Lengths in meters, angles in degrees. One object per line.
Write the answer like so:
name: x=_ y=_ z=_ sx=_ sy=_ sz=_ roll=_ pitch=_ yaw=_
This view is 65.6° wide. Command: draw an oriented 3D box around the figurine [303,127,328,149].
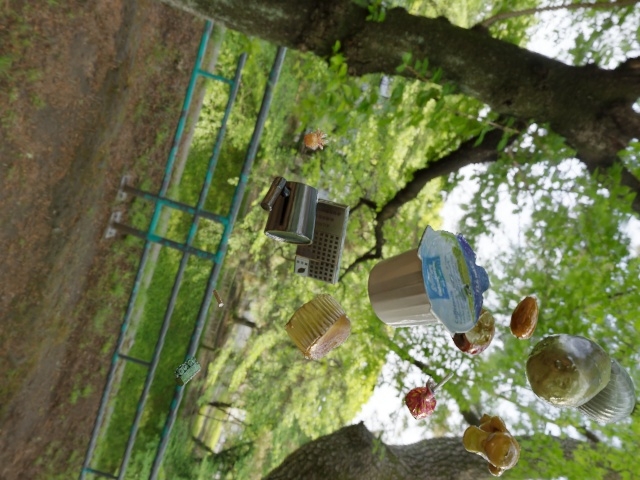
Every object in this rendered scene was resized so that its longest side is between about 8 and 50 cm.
figurine: x=-0.005 y=-0.294 z=1.431 sx=0.109 sy=0.047 sz=0.064 roll=-24 pitch=105 yaw=-56

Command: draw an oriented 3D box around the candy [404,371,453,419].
candy: x=0.409 y=0.554 z=1.818 sx=0.365 sy=0.124 sz=0.124 roll=105 pitch=2 yaw=-54

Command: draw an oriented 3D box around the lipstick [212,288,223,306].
lipstick: x=-0.423 y=0.237 z=2.050 sx=0.094 sy=0.019 sz=0.018 roll=50 pitch=-49 yaw=46

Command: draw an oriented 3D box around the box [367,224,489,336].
box: x=0.262 y=0.109 z=1.251 sx=0.207 sy=0.291 sz=0.262 roll=-19 pitch=-101 yaw=43

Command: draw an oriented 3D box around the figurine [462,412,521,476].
figurine: x=0.652 y=0.757 z=1.852 sx=0.228 sy=0.215 sz=0.215 roll=20 pitch=87 yaw=-53

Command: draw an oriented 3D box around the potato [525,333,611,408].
potato: x=0.695 y=0.364 z=1.405 sx=0.308 sy=0.210 sz=0.173 roll=-12 pitch=124 yaw=-50

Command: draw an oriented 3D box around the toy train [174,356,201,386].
toy train: x=-0.520 y=0.508 z=1.938 sx=0.070 sy=0.038 sz=0.148 roll=68 pitch=19 yaw=-6

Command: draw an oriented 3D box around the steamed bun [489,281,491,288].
steamed bun: x=0.505 y=0.186 z=1.919 sx=0.295 sy=0.293 sz=0.137 roll=49 pitch=20 yaw=-67

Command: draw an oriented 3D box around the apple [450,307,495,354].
apple: x=0.553 y=0.325 z=1.795 sx=0.156 sy=0.158 sz=0.146 roll=46 pitch=-32 yaw=46

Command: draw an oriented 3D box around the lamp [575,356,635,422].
lamp: x=0.986 y=0.511 z=1.771 sx=0.265 sy=0.233 sz=0.233 roll=-85 pitch=-169 yaw=-56

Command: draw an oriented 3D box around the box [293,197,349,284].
box: x=0.001 y=0.001 z=1.926 sx=0.047 sy=0.181 sz=0.324 roll=-43 pitch=145 yaw=-63

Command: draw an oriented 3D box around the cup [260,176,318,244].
cup: x=-0.091 y=-0.099 z=1.618 sx=0.239 sy=0.166 sz=0.176 roll=78 pitch=24 yaw=-76

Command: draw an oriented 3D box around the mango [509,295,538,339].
mango: x=0.723 y=0.272 z=1.762 sx=0.105 sy=0.084 sz=0.159 roll=23 pitch=77 yaw=-81

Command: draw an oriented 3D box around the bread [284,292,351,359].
bread: x=0.001 y=0.262 z=1.466 sx=0.179 sy=0.133 sz=0.250 roll=-41 pitch=160 yaw=-12
